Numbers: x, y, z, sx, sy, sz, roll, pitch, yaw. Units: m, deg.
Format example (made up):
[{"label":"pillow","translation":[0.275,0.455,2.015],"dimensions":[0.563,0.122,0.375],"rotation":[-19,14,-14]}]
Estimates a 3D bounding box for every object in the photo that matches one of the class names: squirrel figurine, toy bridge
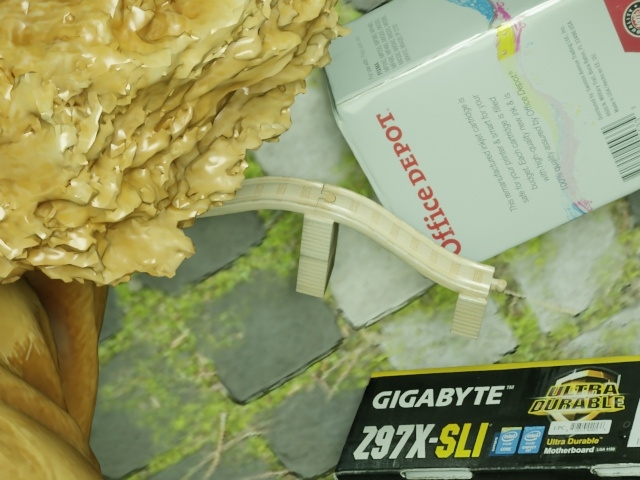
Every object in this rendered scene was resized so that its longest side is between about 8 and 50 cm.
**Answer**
[{"label":"squirrel figurine","translation":[-0.155,0.011,0.634],"dimensions":[0.281,0.370,0.397],"rotation":[9,118,-24]},{"label":"toy bridge","translation":[0.000,0.000,0.835],"dimensions":[0.188,0.026,0.063],"rotation":[14,138,6]}]

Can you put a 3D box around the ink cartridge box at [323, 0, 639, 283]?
[{"label":"ink cartridge box","translation":[0.102,-0.075,0.842],"dimensions":[0.175,0.072,0.127],"rotation":[-25,127,8]}]

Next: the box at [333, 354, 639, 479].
[{"label":"box","translation":[0.195,0.193,0.964],"dimensions":[0.257,0.079,0.322],"rotation":[-9,133,36]}]
